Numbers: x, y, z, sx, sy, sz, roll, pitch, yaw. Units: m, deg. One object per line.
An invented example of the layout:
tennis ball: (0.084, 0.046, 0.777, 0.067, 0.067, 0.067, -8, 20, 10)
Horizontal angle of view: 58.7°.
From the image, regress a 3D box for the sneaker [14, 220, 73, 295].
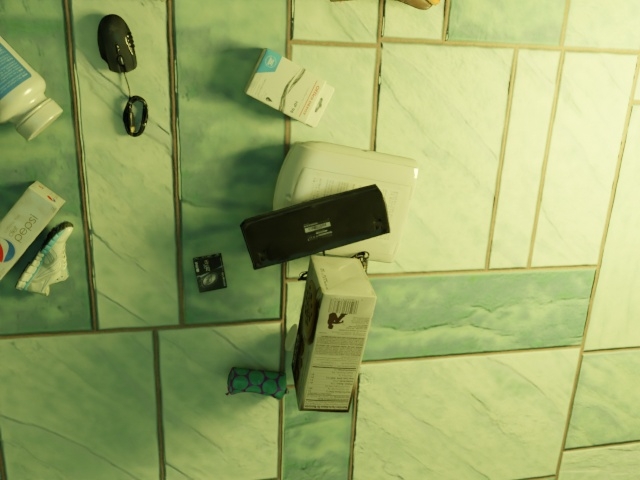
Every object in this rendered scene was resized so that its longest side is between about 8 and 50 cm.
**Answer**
sneaker: (-0.572, 0.042, 1.229, 0.082, 0.071, 0.191, 32, 107, -26)

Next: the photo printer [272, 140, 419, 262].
photo printer: (0.047, -0.087, 1.298, 0.307, 0.107, 0.256, 7, 108, -14)

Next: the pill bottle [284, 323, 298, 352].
pill bottle: (0.002, 0.265, 1.409, 0.169, 0.094, 0.094, 22, 102, -19)

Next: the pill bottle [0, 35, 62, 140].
pill bottle: (-0.605, -0.301, 1.072, 0.124, 0.124, 0.221, -40, 110, 2)

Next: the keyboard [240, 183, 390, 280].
keyboard: (0.000, 0.000, 1.246, 0.316, 0.033, 0.202, -15, 117, -2)

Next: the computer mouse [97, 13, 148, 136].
computer mouse: (-0.398, -0.330, 1.155, 0.071, 0.041, 0.242, -12, 111, -9)

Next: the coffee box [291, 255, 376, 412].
coffee box: (0.021, 0.204, 1.237, 0.118, 0.168, 0.298, 5, 115, -12)

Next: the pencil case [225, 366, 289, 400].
pencil case: (-0.157, 0.358, 1.420, 0.151, 0.064, 0.070, 11, 80, -15)

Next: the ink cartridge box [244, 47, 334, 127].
ink cartridge box: (-0.060, -0.323, 1.222, 0.180, 0.060, 0.104, 24, 101, -19)

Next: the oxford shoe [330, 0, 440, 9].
oxford shoe: (0.081, -0.550, 1.170, 0.363, 0.130, 0.133, 17, 136, -24)

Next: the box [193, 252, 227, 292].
box: (-0.258, 0.076, 1.330, 0.067, 0.018, 0.084, -9, 110, -10)

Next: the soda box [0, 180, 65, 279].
soda box: (-0.634, -0.017, 1.188, 0.074, 0.069, 0.216, 40, 95, -20)
